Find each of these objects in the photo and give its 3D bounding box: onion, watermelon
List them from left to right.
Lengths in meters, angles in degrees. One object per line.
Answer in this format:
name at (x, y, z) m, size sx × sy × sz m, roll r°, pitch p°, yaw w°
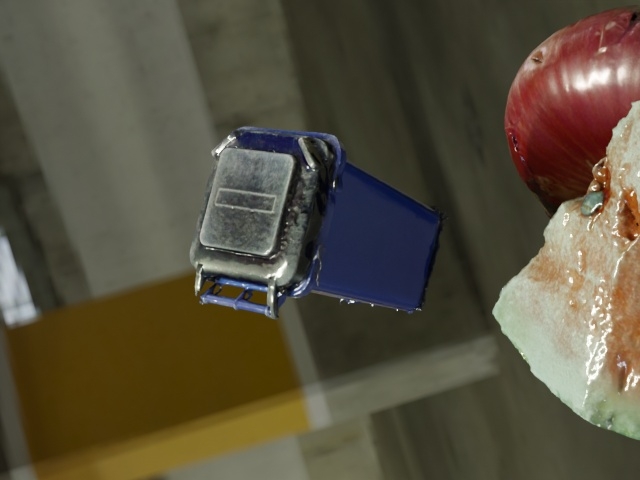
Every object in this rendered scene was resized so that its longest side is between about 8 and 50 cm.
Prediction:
watermelon at (0.216, 0.012, 1.203) m, size 0.154 × 0.094 × 0.241 m, roll -121°, pitch 42°, yaw -53°
onion at (0.381, -0.133, 1.909) m, size 0.347 × 0.348 × 0.285 m, roll 78°, pitch -148°, yaw -56°

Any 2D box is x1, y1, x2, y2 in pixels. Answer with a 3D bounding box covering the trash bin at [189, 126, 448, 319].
trash bin at (0.000, 0.000, 1.763) m, size 0.234 × 0.163 × 0.184 m, roll 20°, pitch -97°, yaw -48°
